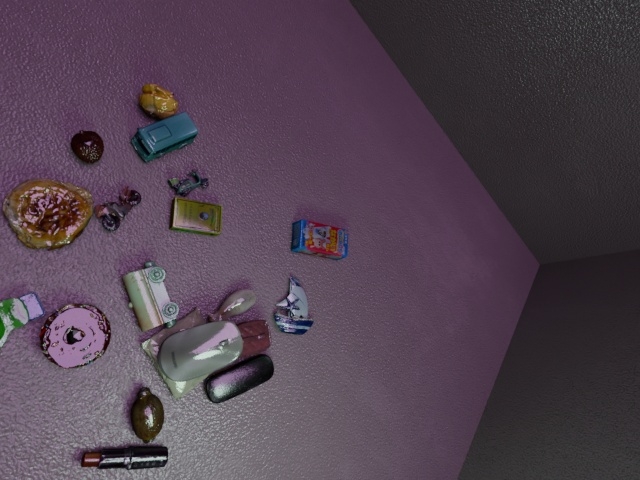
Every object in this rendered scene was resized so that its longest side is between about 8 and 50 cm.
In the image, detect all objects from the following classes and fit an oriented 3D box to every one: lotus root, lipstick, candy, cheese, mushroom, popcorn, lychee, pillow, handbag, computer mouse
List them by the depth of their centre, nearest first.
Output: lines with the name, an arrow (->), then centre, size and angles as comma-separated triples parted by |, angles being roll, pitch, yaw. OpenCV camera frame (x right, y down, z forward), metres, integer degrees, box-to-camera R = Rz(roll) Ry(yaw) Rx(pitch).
cheese -> -1.119, 0.281, 1.443 | 0.320, 0.083, 0.204 | -25, 91, -33
lipstick -> -0.719, 0.807, 1.587 | 0.299, 0.081, 0.081 | 15, 71, -31
lotus root -> -0.663, 0.667, 1.642 | 0.120, 0.120, 0.210 | -5, 84, -35
computer mouse -> -0.474, 0.436, 1.701 | 0.330, 0.095, 0.197 | -18, 91, -15
lychee -> -0.931, -0.373, 1.711 | 0.123, 0.123, 0.129 | -2, 108, -34
pillow -> -0.553, 0.466, 1.785 | 0.274, 0.076, 0.281 | -34, 98, -37
handbag -> -0.331, 0.431, 1.885 | 0.225, 0.135, 0.146 | -1, 79, -48
popcorn -> -0.719, -0.615, 1.896 | 0.167, 0.148, 0.152 | 42, 36, -31
mushroom -> -0.395, 0.301, 1.922 | 0.225, 0.093, 0.116 | -33, 118, -40
candy -> 0.001, -0.001, 2.257 | 0.305, 0.100, 0.157 | 13, 71, -32

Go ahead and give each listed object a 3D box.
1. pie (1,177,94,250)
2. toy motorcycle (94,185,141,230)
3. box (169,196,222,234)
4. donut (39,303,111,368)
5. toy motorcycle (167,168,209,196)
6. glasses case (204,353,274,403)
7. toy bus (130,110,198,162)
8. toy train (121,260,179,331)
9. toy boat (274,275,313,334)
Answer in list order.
pie -> -1.020, -0.111, 1.604 | 0.308, 0.085, 0.308 | 8, 75, -31
toy motorcycle -> -0.829, -0.141, 1.743 | 0.118, 0.084, 0.212 | 39, 53, -19
box -> -0.557, -0.105, 1.928 | 0.220, 0.064, 0.141 | 10, 72, -33
donut -> -0.899, 0.349, 1.572 | 0.235, 0.089, 0.235 | 8, 75, -33
toy motorcycle -> -0.593, -0.264, 1.947 | 0.173, 0.058, 0.100 | -30, 90, -33
glasses case -> -0.350, 0.604, 1.884 | 0.321, 0.082, 0.122 | -16, 87, -34
toy bus -> -0.681, -0.457, 1.880 | 0.256, 0.147, 0.128 | -37, 98, -35
toy train -> -0.687, 0.232, 1.734 | 0.177, 0.116, 0.286 | -21, 88, -24
toy boat -> -0.145, 0.327, 2.103 | 0.210, 0.070, 0.292 | -12, 82, -40
